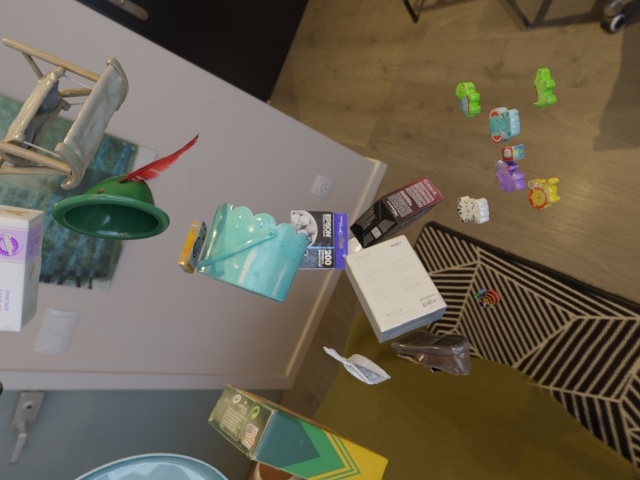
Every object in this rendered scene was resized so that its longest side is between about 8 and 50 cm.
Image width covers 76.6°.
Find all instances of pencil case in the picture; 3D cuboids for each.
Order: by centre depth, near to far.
[{"bbox_3d":[0.193,0.085,1.668,0.124,0.273,0.113,1,66,24],"label":"pencil case"}]

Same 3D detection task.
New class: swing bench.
[{"bbox_3d":[-0.569,-0.261,0.864,0.165,0.255,0.253,99,-177,-63],"label":"swing bench"}]

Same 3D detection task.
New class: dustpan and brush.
[{"bbox_3d":[0.104,0.393,1.283,0.211,0.060,0.147,42,151,9],"label":"dustpan and brush"}]

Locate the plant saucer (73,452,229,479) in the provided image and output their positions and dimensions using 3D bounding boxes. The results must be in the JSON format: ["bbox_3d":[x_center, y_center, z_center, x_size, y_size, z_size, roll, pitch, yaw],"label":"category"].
[{"bbox_3d":[-0.264,0.445,0.567,0.044,0.317,0.317,10,84,64],"label":"plant saucer"}]

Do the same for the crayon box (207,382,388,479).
[{"bbox_3d":[-0.024,0.377,0.748,0.202,0.318,0.081,-8,51,55],"label":"crayon box"}]

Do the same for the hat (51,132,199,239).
[{"bbox_3d":[-0.357,-0.113,0.740,0.173,0.208,0.183,-26,62,41],"label":"hat"}]

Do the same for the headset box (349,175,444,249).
[{"bbox_3d":[0.279,-0.101,1.444,0.110,0.293,0.218,57,145,10],"label":"headset box"}]

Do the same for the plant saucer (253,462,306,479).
[{"bbox_3d":[-0.134,0.759,1.358,0.198,0.198,0.036,17,129,51],"label":"plant saucer"}]

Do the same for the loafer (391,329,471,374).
[{"bbox_3d":[0.370,0.396,1.390,0.366,0.134,0.130,-23,86,69],"label":"loafer"}]

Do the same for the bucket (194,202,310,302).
[{"bbox_3d":[-0.178,0.039,1.061,0.281,0.281,0.183,5,71,50],"label":"bucket"}]

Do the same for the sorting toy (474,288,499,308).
[{"bbox_3d":[0.508,0.184,1.251,0.061,0.042,0.102,56,163,21],"label":"sorting toy"}]

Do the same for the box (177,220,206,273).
[{"bbox_3d":[-0.335,0.013,1.071,0.081,0.028,0.136,105,177,-69],"label":"box"}]

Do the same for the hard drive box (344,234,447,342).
[{"bbox_3d":[0.190,0.122,1.067,0.181,0.089,0.232,-19,58,-7],"label":"hard drive box"}]

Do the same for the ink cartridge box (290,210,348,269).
[{"bbox_3d":[0.000,0.000,1.415,0.045,0.208,0.206,144,125,-79],"label":"ink cartridge box"}]

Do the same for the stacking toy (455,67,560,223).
[{"bbox_3d":[0.289,-0.142,0.631,0.052,0.167,0.221,-159,57,-67],"label":"stacking toy"}]

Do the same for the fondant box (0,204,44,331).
[{"bbox_3d":[-0.749,0.039,0.791,0.096,0.330,0.238,-139,59,-68],"label":"fondant box"}]

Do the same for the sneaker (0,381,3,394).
[{"bbox_3d":[-0.858,0.434,0.943,0.267,0.106,0.101,-40,41,-16],"label":"sneaker"}]
